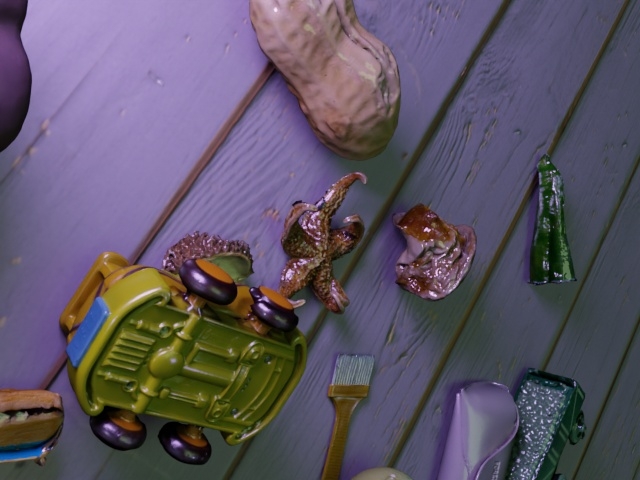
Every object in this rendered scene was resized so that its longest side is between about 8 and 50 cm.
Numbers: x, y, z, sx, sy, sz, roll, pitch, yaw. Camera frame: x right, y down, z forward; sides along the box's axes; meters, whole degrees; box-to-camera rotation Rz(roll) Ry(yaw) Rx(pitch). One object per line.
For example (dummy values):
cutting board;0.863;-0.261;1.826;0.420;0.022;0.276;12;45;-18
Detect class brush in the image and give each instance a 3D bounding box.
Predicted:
brush;0.028;0.263;1.103;0.082;0.010;0.218;14;88;-46

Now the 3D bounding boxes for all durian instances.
durian;-0.117;0.024;0.888;0.130;0.052;0.066;0;99;-46

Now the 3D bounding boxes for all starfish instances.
starfish;0.001;-0.001;0.985;0.146;0.074;0.190;20;82;-46

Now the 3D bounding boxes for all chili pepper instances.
chili pepper;0.395;-0.037;1.386;0.059;0.088;0.227;-6;92;-47

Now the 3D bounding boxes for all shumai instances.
shumai;0.147;0.009;1.121;0.116;0.145;0.145;43;65;-16

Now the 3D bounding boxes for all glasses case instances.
glasses case;0.243;0.381;1.284;0.128;0.083;0.308;18;84;-46

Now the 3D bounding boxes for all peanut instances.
peanut;0.010;-0.213;0.925;0.130;0.130;0.290;-54;127;-24

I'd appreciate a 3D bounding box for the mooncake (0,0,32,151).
mooncake;-0.352;-0.130;0.562;0.306;0.154;0.306;-6;98;-43

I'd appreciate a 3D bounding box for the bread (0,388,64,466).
bread;-0.293;0.170;0.740;0.106;0.053;0.072;4;117;-43

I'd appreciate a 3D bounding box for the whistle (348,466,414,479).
whistle;0.100;0.415;1.144;0.141;0.141;0.294;-55;149;-23

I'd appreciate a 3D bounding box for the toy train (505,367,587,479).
toy train;0.393;0.361;1.410;0.269;0.115;0.154;-59;137;-19

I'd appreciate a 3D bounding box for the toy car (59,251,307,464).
toy car;-0.142;0.105;0.812;0.248;0.142;0.200;30;100;-41
